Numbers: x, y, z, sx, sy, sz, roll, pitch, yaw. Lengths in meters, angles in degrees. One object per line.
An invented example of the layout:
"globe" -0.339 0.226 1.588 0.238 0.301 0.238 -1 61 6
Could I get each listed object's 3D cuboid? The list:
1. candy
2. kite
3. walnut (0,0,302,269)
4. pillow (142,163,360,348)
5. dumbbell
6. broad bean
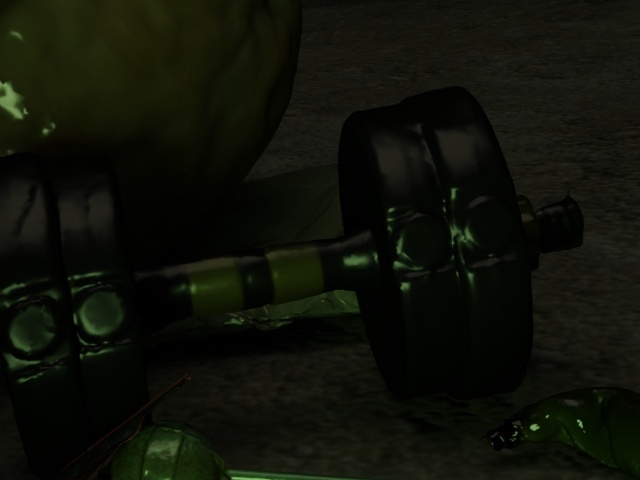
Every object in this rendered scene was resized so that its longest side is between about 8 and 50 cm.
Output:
"candy" -0.005 0.122 0.728 0.202 0.061 0.061 2 17 5
"kite" -0.136 0.130 0.700 0.190 0.010 0.159 -47 12 -27
"walnut" -0.197 -0.145 1.008 0.381 0.381 0.381 -7 16 2
"pillow" 0.001 -0.001 1.075 0.280 0.076 0.274 -6 18 5
"dumbbell" -0.038 0.022 0.822 0.388 0.185 0.185 -10 16 -8
"broad bean" 0.166 0.101 0.703 0.061 0.046 0.195 -33 23 -33
